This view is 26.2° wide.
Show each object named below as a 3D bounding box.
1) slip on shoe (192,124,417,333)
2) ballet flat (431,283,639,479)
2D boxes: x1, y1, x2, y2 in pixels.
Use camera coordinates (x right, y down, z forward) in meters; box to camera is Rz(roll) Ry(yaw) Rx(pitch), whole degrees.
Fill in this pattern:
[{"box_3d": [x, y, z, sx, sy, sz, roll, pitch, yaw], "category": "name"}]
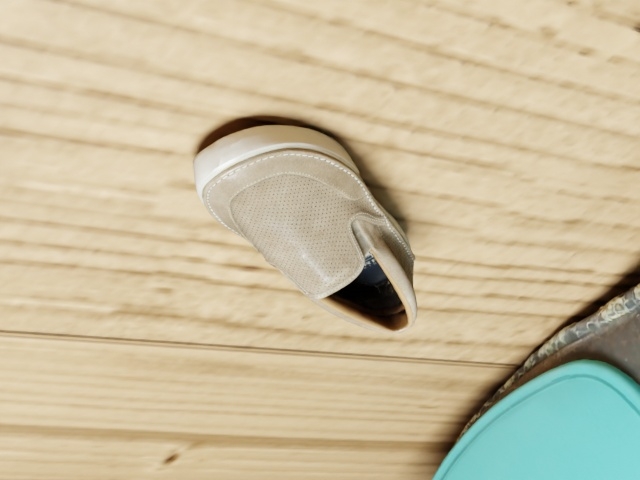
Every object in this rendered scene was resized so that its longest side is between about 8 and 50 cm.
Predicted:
[{"box_3d": [0.000, 0.000, 0.518, 0.051, 0.041, 0.135, -25, 150, 13], "category": "slip on shoe"}, {"box_3d": [0.209, 0.067, 0.656, 0.182, 0.164, 0.483, -19, 153, -33], "category": "ballet flat"}]
